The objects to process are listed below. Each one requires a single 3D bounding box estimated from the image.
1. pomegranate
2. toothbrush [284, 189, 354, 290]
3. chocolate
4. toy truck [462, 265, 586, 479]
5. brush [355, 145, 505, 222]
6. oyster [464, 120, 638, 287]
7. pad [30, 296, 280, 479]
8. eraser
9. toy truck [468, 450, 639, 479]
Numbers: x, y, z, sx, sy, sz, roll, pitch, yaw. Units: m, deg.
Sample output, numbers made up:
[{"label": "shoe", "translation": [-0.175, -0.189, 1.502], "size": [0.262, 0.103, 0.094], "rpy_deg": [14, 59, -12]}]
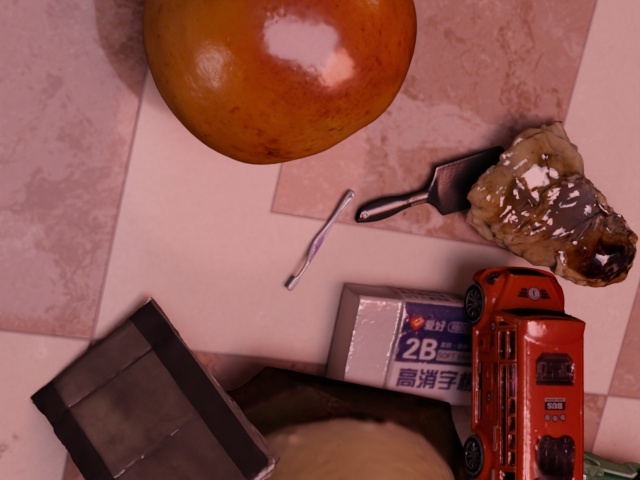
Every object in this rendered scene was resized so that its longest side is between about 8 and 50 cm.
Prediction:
[{"label": "pomegranate", "translation": [-0.045, -0.207, 1.264], "size": [0.264, 0.264, 0.264], "rpy_deg": [-6, 107, -20]}, {"label": "toothbrush", "translation": [0.000, 0.000, 1.462], "size": [0.011, 0.013, 0.131], "rpy_deg": [34, 90, -36]}, {"label": "chocolate", "translation": [0.030, 0.349, 1.397], "size": [0.314, 0.297, 0.326], "rpy_deg": [15, 109, -23]}, {"label": "toy truck", "translation": [0.228, 0.154, 1.445], "size": [0.107, 0.114, 0.252], "rpy_deg": [3, 85, -24]}, {"label": "brush", "translation": [0.127, -0.055, 1.494], "size": [0.193, 0.016, 0.063], "rpy_deg": [-18, 112, -17]}, {"label": "oyster", "translation": [0.281, -0.024, 1.512], "size": [0.161, 0.107, 0.233], "rpy_deg": [-47, 119, 4]}, {"label": "pad", "translation": [-0.172, 0.195, 1.358], "size": [0.174, 0.022, 0.233], "rpy_deg": [-39, 70, -1]}, {"label": "eraser", "translation": [0.120, 0.121, 1.514], "size": [0.210, 0.068, 0.124], "rpy_deg": [6, 105, -22]}, {"label": "toy truck", "translation": [0.316, 0.325, 1.601], "size": [0.279, 0.156, 0.155], "rpy_deg": [18, 98, -25]}]
